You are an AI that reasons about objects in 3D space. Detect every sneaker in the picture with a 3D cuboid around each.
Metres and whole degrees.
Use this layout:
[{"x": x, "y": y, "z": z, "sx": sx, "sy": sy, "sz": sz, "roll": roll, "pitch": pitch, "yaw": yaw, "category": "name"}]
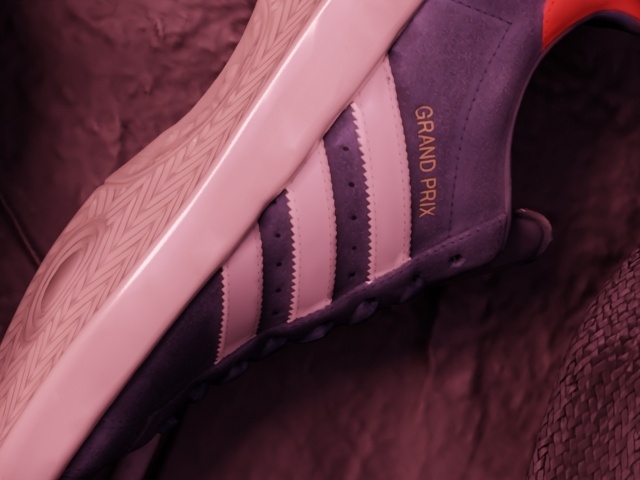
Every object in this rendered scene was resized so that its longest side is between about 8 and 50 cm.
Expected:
[{"x": 0.000, "y": 0.000, "z": 0.669, "sx": 0.148, "sy": 0.131, "sz": 0.350, "roll": 37, "pitch": 95, "yaw": -22, "category": "sneaker"}]

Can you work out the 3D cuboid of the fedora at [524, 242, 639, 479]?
[{"x": 0.176, "y": 0.088, "z": 0.617, "sx": 0.152, "sy": 0.334, "sz": 0.334, "roll": 22, "pitch": 82, "yaw": 35, "category": "fedora"}]
